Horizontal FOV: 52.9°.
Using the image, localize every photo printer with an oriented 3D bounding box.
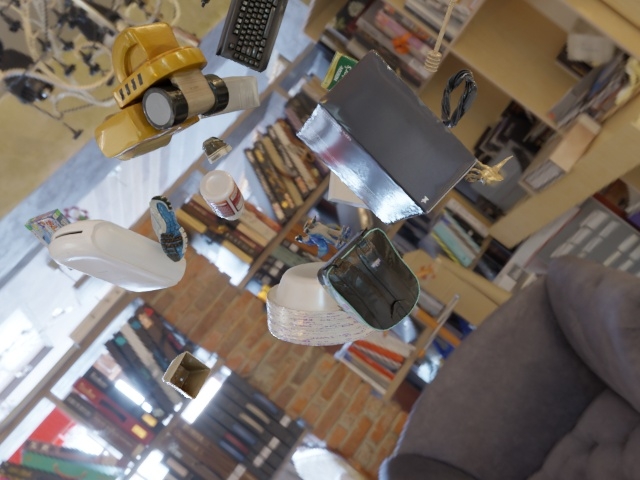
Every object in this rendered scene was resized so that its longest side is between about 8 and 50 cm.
[{"bbox_3d":[-0.559,0.041,1.738,0.256,0.308,0.107,-10,61,41],"label":"photo printer"}]

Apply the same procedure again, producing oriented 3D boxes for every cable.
[{"bbox_3d":[0.406,-0.427,1.950,0.150,0.047,0.184,-112,37,-49],"label":"cable"}]

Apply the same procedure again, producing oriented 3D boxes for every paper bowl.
[{"bbox_3d":[0.007,0.144,1.606,0.284,0.284,0.148,-50,-41,-74],"label":"paper bowl"}]

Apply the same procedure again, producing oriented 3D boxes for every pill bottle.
[{"bbox_3d":[-0.240,-0.108,1.606,0.086,0.086,0.152,-52,-19,-12],"label":"pill bottle"}]

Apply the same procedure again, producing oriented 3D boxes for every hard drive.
[{"bbox_3d":[0.135,-0.253,1.971,0.040,0.203,0.307,157,122,-66],"label":"hard drive"}]

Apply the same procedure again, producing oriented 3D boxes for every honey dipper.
[{"bbox_3d":[0.251,-0.429,1.329,0.030,0.031,0.160,-51,-20,-53],"label":"honey dipper"}]

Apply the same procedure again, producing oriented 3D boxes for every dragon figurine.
[{"bbox_3d":[0.000,0.000,2.180,0.085,0.144,0.289,-57,10,-28],"label":"dragon figurine"}]

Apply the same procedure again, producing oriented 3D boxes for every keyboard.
[{"bbox_3d":[-0.167,-0.556,1.431,0.033,0.202,0.317,14,88,67],"label":"keyboard"}]

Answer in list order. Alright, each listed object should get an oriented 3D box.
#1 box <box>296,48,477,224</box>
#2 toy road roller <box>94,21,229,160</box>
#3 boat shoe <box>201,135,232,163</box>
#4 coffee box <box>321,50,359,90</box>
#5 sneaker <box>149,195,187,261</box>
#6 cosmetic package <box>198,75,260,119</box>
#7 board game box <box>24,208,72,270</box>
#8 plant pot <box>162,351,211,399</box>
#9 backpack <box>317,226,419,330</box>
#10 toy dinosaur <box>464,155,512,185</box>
[{"bbox_3d":[0.143,-0.225,1.526,0.179,0.343,0.312,-46,6,-9],"label":"box"},{"bbox_3d":[-0.398,-0.354,1.500,0.330,0.240,0.202,-22,8,38],"label":"toy road roller"},{"bbox_3d":[-0.324,-0.288,1.986,0.078,0.070,0.219,-34,11,0],"label":"boat shoe"},{"bbox_3d":[0.105,-0.462,1.881,0.113,0.184,0.040,-61,10,22],"label":"coffee box"},{"bbox_3d":[-0.411,-0.023,1.728,0.071,0.190,0.083,-12,-21,-26],"label":"sneaker"},{"bbox_3d":[-0.313,-0.436,1.944,0.238,0.127,0.107,-26,-61,-40],"label":"cosmetic package"},{"bbox_3d":[-0.774,0.001,1.941,0.136,0.201,0.035,-15,36,32],"label":"board game box"},{"bbox_3d":[-0.426,0.419,1.997,0.096,0.109,0.109,-14,41,48],"label":"plant pot"},{"bbox_3d":[0.103,0.088,1.325,0.166,0.188,0.144,-44,4,-15],"label":"backpack"},{"bbox_3d":[0.401,-0.163,1.559,0.183,0.093,0.053,-38,-42,-50],"label":"toy dinosaur"}]
